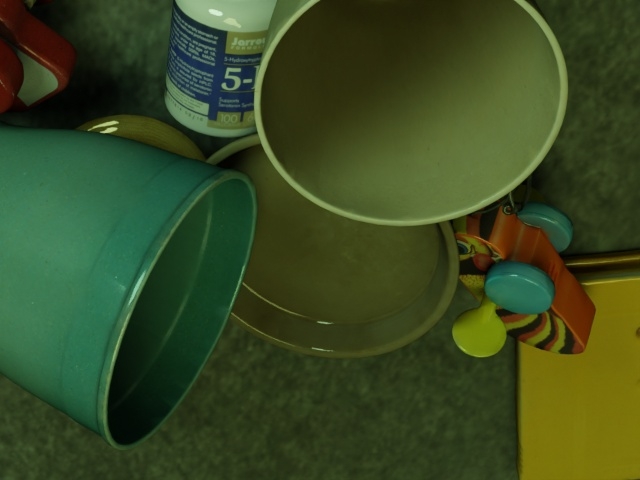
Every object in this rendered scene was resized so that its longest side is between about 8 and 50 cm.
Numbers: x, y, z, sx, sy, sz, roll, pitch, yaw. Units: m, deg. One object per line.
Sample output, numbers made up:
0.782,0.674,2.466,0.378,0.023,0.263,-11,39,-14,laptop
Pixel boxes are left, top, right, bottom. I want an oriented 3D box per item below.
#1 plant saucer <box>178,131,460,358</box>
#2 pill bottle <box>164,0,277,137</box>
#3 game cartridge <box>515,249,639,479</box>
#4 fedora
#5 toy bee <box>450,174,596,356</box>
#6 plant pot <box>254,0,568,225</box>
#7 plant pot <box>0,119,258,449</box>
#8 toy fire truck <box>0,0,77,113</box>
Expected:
0.000,0.000,1.720,0.277,0.041,0.278,9,130,10,plant saucer
-0.082,-0.199,1.644,0.112,0.112,0.187,4,129,-7,pill bottle
0.359,0.144,1.996,0.285,0.053,0.324,-5,131,0,game cartridge
-0.190,-0.051,1.778,0.194,0.079,0.194,-1,122,-2,fedora
0.169,0.000,1.781,0.162,0.195,0.298,5,125,28,toy bee
0.068,-0.198,1.551,0.256,0.274,0.257,-2,130,-2,plant pot
-0.232,0.015,1.626,0.255,0.272,0.272,24,130,15,plant pot
-0.382,-0.212,1.603,0.302,0.169,0.254,35,146,-29,toy fire truck
